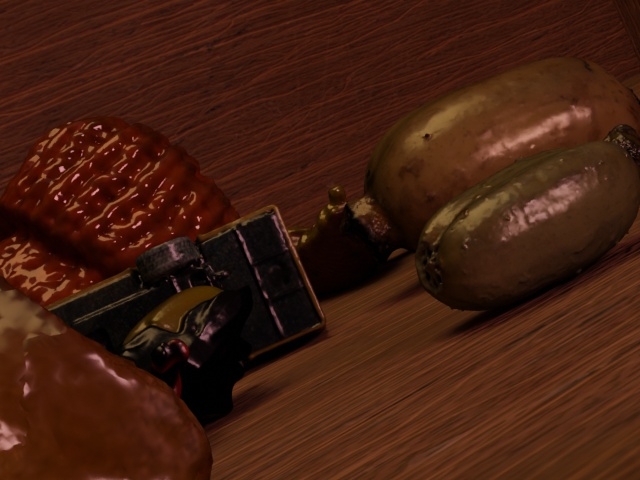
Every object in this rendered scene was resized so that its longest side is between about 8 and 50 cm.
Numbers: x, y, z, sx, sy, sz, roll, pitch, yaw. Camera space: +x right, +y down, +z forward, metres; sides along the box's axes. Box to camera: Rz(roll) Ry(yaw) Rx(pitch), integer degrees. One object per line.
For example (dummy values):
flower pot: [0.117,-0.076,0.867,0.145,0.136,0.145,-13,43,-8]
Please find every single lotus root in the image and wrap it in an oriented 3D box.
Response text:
lotus root: [0.143,-0.014,0.877,0.183,0.077,0.090,-29,12,-24]
lotus root: [0.144,-0.066,1.178,0.284,0.146,0.160,-28,-14,-11]

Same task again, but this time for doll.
doll: [-0.106,0.093,0.916,0.127,0.088,0.248,-23,7,26]

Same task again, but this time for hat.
hat: [-0.271,0.064,1.441,0.285,0.285,0.400,-21,23,50]

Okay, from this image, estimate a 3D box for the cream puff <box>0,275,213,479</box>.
cream puff: [-0.157,0.111,0.466,0.269,0.155,0.241,-30,-4,12]

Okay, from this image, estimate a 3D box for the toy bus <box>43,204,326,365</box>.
toy bus: [-0.166,0.089,1.151,0.335,0.121,0.123,-24,-6,2]

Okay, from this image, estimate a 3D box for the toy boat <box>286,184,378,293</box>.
toy boat: [0.003,0.006,1.505,0.141,0.099,0.318,-21,-1,-13]
